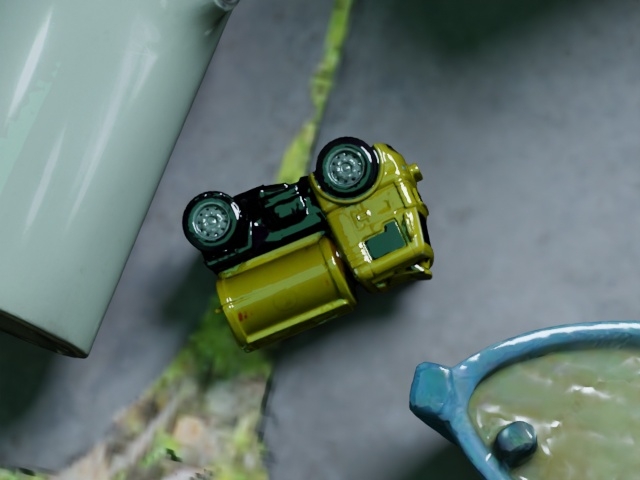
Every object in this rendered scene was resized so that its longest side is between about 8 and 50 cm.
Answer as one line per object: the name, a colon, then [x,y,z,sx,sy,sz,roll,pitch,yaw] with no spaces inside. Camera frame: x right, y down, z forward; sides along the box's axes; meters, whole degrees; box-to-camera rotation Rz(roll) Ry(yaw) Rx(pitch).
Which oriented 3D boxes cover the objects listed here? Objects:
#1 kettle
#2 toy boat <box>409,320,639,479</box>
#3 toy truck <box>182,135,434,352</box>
kettle: [-0.102,-0.044,0.687,0.098,0.127,0.148,27,80,-20]
toy boat: [0.134,0.073,0.617,0.215,0.102,0.088,13,79,11]
toy truck: [0.000,0.000,0.676,0.083,0.049,0.054,-22,78,4]
